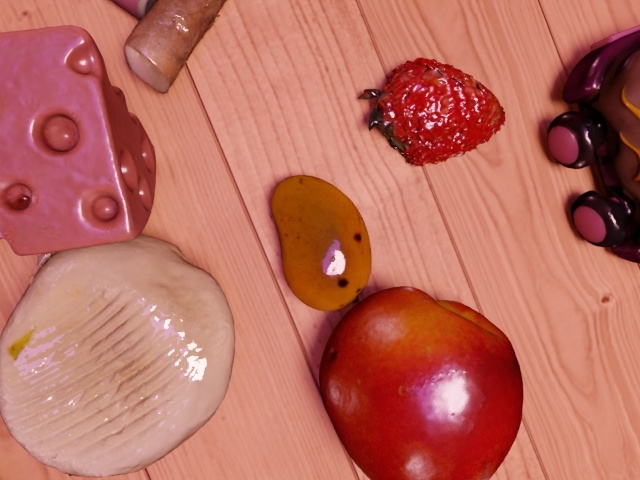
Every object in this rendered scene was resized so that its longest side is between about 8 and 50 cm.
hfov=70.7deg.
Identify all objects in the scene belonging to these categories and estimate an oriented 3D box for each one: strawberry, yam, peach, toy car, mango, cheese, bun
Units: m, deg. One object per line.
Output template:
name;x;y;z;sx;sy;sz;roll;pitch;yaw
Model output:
strawberry;0.154;-0.169;0.588;0.192;0.085;0.140;32;85;-7
yam;-0.128;-0.347;0.557;0.081;0.081;0.356;31;85;-5
peach;0.110;0.178;0.526;0.244;0.199;0.243;0;93;4
toy car;0.472;-0.117;0.543;0.271;0.240;0.340;-24;96;-7
mango;0.004;0.001;0.572;0.115;0.090;0.177;-12;83;1
cheese;-0.265;-0.097;0.495;0.128;0.177;0.202;-12;98;-6
bun;-0.212;0.118;0.512;0.260;0.160;0.259;0;91;4

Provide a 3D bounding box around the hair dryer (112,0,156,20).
hair dryer;-0.220;-0.363;0.572;0.106;0.054;0.154;35;77;-1
